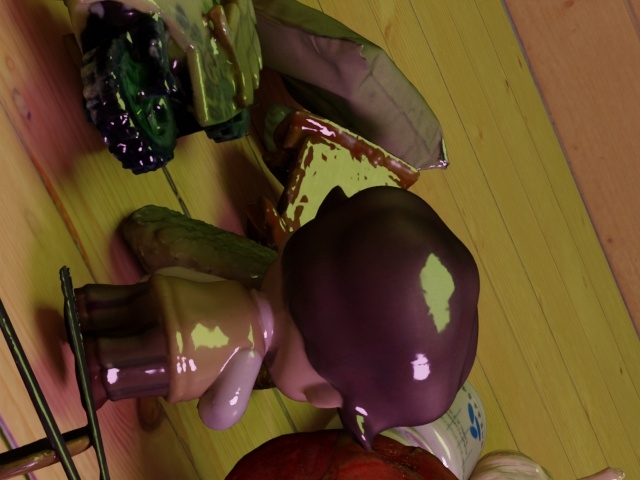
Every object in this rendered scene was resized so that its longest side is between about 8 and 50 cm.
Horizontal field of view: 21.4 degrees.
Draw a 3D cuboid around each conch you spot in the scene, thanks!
[{"bbox_3d":[-0.027,-0.135,2.076,0.180,0.088,0.065,49,20,-65],"label":"conch"}]

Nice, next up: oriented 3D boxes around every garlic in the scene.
[{"bbox_3d":[0.323,0.377,2.376,0.199,0.226,0.199,-20,90,-76],"label":"garlic"}]

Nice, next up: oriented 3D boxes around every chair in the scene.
[{"bbox_3d":[-0.227,0.155,1.169,0.172,0.158,0.247,2,70,-72],"label":"chair"}]

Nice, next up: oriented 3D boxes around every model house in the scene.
[{"bbox_3d":[0.000,-0.002,1.953,0.219,0.199,0.229,24,67,-13],"label":"model house"}]

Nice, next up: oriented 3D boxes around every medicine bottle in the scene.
[{"bbox_3d":[0.083,0.247,1.917,0.170,0.170,0.293,69,20,-7],"label":"medicine bottle"}]

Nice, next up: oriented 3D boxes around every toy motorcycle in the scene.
[{"bbox_3d":[-0.156,-0.195,1.676,0.410,0.168,0.237,-33,110,-76],"label":"toy motorcycle"}]

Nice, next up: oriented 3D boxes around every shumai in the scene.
[{"bbox_3d":[-0.110,0.050,1.661,0.120,0.201,0.201,-68,163,10],"label":"shumai"}]

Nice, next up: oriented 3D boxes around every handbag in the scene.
[{"bbox_3d":[0.013,-0.206,2.090,0.253,0.109,0.316,34,-3,31],"label":"handbag"}]

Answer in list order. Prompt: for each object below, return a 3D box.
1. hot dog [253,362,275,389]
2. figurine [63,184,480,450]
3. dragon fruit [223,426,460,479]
[{"bbox_3d":[-0.066,0.086,1.813,0.099,0.065,0.147,15,61,-56],"label":"hot dog"},{"bbox_3d":[-0.029,0.089,1.486,0.218,0.365,0.206,-111,-174,-52],"label":"figurine"},{"bbox_3d":[0.024,0.312,1.514,0.296,0.295,0.302,62,-4,-27],"label":"dragon fruit"}]
